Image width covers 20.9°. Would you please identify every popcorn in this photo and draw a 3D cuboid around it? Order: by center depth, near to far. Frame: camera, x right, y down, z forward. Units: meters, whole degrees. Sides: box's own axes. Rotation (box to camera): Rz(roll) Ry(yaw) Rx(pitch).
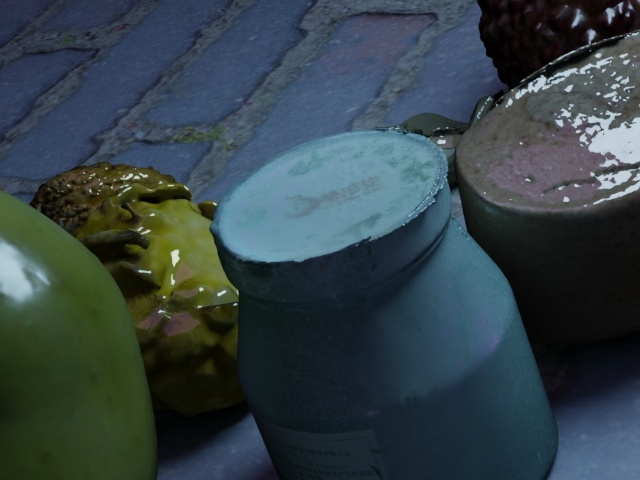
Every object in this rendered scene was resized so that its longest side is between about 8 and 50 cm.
[{"bbox_3d":[-0.147,0.056,1.667,0.250,0.190,0.250,5,33,-3],"label":"popcorn"}]

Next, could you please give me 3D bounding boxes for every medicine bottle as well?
[{"bbox_3d":[0.048,0.077,1.435,0.245,0.290,0.245,-14,29,8],"label":"medicine bottle"}]

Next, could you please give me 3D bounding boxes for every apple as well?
[{"bbox_3d":[-0.352,0.161,1.379,0.473,0.474,0.473,-14,29,8],"label":"apple"}]

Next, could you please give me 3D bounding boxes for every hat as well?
[{"bbox_3d":[0.158,-0.113,1.956,0.147,0.085,0.175,-15,4,29],"label":"hat"}]

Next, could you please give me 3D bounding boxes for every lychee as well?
[{"bbox_3d":[0.323,-0.260,1.879,0.306,0.330,0.306,10,13,-2],"label":"lychee"}]

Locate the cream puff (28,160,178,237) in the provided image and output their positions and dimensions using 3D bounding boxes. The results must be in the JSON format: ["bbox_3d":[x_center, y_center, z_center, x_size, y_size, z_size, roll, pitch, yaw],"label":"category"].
[{"bbox_3d":[-0.227,0.026,1.850,0.183,0.183,0.169,-12,57,10],"label":"cream puff"}]

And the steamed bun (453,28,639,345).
[{"bbox_3d":[0.286,-0.037,1.552,0.301,0.251,0.199,-31,40,-14],"label":"steamed bun"}]
